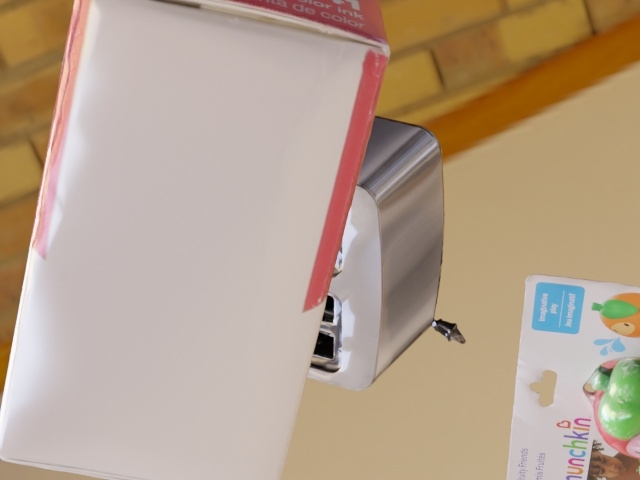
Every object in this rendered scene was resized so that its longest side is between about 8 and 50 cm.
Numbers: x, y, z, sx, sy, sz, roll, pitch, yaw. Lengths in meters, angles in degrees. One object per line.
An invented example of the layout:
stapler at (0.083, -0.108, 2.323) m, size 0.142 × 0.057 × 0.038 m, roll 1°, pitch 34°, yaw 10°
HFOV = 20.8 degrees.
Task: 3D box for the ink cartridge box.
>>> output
ink cartridge box at (-0.058, -0.056, 0.830) m, size 0.131 × 0.226 × 0.306 m, roll 11°, pitch -154°, yaw -5°

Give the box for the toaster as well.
toaster at (0.000, 0.000, 1.202) m, size 0.186 × 0.168 × 0.110 m, roll 15°, pitch -147°, yaw 23°

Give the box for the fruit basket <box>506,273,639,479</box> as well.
fruit basket at (0.338, 0.157, 1.466) m, size 0.353 × 0.327 × 0.165 m, roll 3°, pitch -128°, yaw 4°
